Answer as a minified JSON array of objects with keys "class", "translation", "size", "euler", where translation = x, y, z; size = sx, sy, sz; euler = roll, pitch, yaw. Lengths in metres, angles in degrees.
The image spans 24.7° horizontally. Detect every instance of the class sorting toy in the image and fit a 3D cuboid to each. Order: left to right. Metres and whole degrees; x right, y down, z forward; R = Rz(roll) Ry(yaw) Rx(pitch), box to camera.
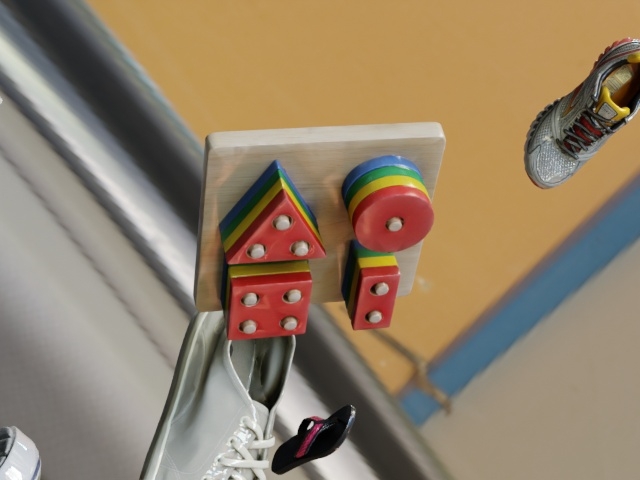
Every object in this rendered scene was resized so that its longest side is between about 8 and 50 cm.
[{"class":"sorting toy","translation":[0.000,0.000,1.598],"size":[0.255,0.257,0.089],"euler":[99,-18,-45]}]

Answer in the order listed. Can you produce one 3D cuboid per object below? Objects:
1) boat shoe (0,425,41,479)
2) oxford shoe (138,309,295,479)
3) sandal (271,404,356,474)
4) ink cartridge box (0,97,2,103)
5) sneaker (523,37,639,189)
[{"class":"boat shoe","translation":[-0.281,0.230,1.263],"size":[0.109,0.094,0.302],"euler":[-48,-171,-21]},{"class":"oxford shoe","translation":[-0.127,0.279,1.853],"size":[0.130,0.169,0.449],"euler":[-5,-117,35]},{"class":"sandal","translation":[-0.019,0.281,2.069],"size":[0.179,0.040,0.067],"euler":[-35,-151,36]},{"class":"ink cartridge box","translation":[-0.473,-0.293,1.665],"size":[0.121,0.289,0.211],"euler":[-19,-154,-11]},{"class":"sneaker","translation":[0.337,-0.160,1.835],"size":[0.225,0.088,0.093],"euler":[-53,-171,9]}]
